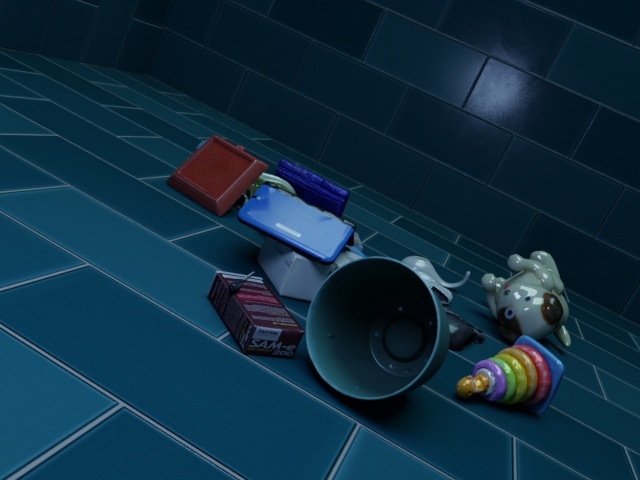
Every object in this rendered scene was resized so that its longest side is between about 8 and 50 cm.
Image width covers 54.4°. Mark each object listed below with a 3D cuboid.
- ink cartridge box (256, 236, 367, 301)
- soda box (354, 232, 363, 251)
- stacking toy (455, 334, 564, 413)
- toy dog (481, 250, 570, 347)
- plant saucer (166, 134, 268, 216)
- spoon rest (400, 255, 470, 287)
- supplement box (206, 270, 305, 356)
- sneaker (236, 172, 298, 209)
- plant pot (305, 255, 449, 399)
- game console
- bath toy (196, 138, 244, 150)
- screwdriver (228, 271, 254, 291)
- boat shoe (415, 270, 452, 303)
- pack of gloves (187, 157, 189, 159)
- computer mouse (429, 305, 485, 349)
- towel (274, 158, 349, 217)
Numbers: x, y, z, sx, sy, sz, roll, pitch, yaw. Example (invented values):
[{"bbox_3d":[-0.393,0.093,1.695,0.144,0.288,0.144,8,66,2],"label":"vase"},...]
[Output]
[{"bbox_3d":[0.001,0.082,1.790,0.308,0.129,0.223,15,18,-30],"label":"ink cartridge box"},{"bbox_3d":[0.112,0.014,2.322,0.058,0.062,0.183,22,15,-11],"label":"soda box"},{"bbox_3d":[0.458,0.361,1.604,0.302,0.175,0.166,-2,28,-33],"label":"stacking toy"},{"bbox_3d":[0.747,0.247,2.258,0.408,0.285,0.395,-7,72,-66],"label":"toy dog"},{"bbox_3d":[-0.355,-0.238,2.119,0.259,0.259,0.047,32,-23,22],"label":"plant saucer"},{"bbox_3d":[0.453,0.128,2.492,0.277,0.084,0.137,16,11,17],"label":"spoon rest"},{"bbox_3d":[-0.151,0.161,1.394,0.130,0.073,0.239,13,19,-35],"label":"supplement box"},{"bbox_3d":[-0.257,-0.165,2.288,0.410,0.158,0.182,29,51,-27],"label":"sneaker"},{"bbox_3d":[0.151,0.202,1.363,0.293,0.293,0.235,34,3,30],"label":"plant pot"},{"bbox_3d":[-0.062,-0.026,1.759,0.293,0.173,0.250,26,47,10],"label":"game console"},{"bbox_3d":[-0.388,-0.343,2.539,0.348,0.129,0.151,-56,121,-83],"label":"bath toy"},{"bbox_3d":[-0.178,0.087,1.424,0.025,0.024,0.170,51,14,-5],"label":"screwdriver"},{"bbox_3d":[0.390,0.174,2.247,0.184,0.066,0.063,37,16,8],"label":"boat shoe"},{"bbox_3d":[-0.416,-0.249,2.452,0.232,0.046,0.195,32,6,11],"label":"pack of gloves"},{"bbox_3d":[0.419,0.266,1.947,0.189,0.072,0.272,32,16,20],"label":"computer mouse"},{"bbox_3d":[-0.053,-0.159,2.393,0.308,0.227,0.076,29,43,14],"label":"towel"}]
